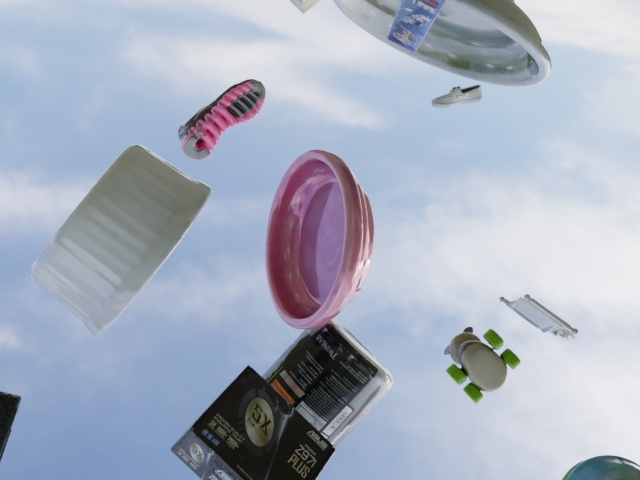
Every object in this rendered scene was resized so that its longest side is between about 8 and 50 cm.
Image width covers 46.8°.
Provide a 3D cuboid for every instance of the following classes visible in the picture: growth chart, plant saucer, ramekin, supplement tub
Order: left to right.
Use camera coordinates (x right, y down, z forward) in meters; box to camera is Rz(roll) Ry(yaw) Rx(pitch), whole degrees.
[{"bbox_3d":[-0.296,-0.010,1.085,0.135,0.277,0.277,38,-154,-13],"label":"ramekin"},{"bbox_3d":[-0.035,0.330,1.467,0.207,0.338,0.207,43,-179,-1],"label":"supplement tub"},{"bbox_3d":[0.000,0.000,1.378,0.084,0.332,0.332,6,-151,-29],"label":"plant saucer"},{"bbox_3d":[0.213,-0.388,1.249,0.400,0.101,0.400,24,-178,-1],"label":"plant saucer"},{"bbox_3d":[0.546,0.192,1.850,0.172,0.021,0.237,37,173,3],"label":"growth chart"}]

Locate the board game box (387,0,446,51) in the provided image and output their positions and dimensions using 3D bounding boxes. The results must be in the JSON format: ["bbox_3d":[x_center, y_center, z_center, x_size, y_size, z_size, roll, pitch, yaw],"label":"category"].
[{"bbox_3d":[0.139,-0.311,0.795,0.042,0.165,0.243,28,-179,-2],"label":"board game box"}]

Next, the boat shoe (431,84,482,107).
[{"bbox_3d":[0.257,-0.275,1.392,0.100,0.035,0.035,-10,-147,-5],"label":"boat shoe"}]

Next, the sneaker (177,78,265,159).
[{"bbox_3d":[-0.117,-0.147,0.847,0.119,0.047,0.057,-40,-141,-3],"label":"sneaker"}]

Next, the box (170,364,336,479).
[{"bbox_3d":[-0.092,0.295,1.046,0.180,0.077,0.147,44,-140,3],"label":"box"}]

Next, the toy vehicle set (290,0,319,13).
[{"bbox_3d":[-0.049,-0.436,0.940,0.166,0.035,0.267,-41,-100,-8],"label":"toy vehicle set"}]

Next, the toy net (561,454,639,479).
[{"bbox_3d":[0.228,0.235,0.427,0.122,0.045,0.232,-10,-113,-5],"label":"toy net"}]

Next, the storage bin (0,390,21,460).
[{"bbox_3d":[-0.502,0.310,1.058,0.084,0.122,0.180,18,-124,-17],"label":"storage bin"}]

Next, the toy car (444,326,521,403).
[{"bbox_3d":[0.384,0.292,1.882,0.149,0.155,0.188,47,180,-21],"label":"toy car"}]
